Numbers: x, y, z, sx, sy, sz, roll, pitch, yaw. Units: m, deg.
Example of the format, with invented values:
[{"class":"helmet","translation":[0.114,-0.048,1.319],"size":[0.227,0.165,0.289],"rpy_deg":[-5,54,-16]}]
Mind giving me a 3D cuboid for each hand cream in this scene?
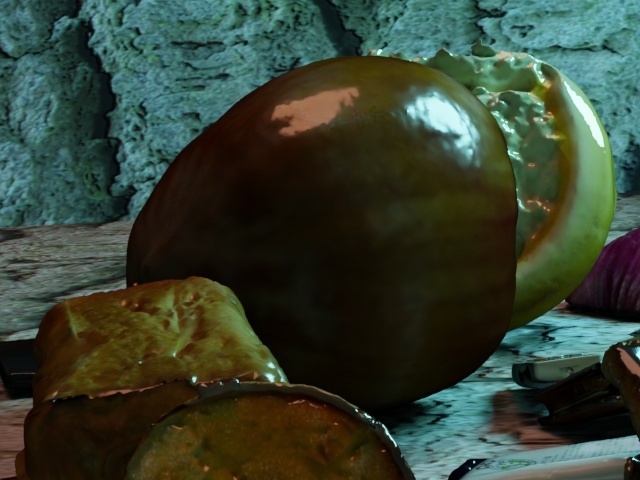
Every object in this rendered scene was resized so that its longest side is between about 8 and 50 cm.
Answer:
[{"class":"hand cream","translation":[0.249,0.156,1.163],"size":[0.336,0.076,0.121],"rpy_deg":[-8,0,20]}]

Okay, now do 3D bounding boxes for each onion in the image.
[{"class":"onion","translation":[0.421,0.023,1.953],"size":[0.250,0.111,0.247],"rpy_deg":[-10,10,-31]}]

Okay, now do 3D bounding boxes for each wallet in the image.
[{"class":"wallet","translation":[-0.289,0.132,1.782],"size":[0.124,0.025,0.244],"rpy_deg":[-6,6,-14]},{"class":"wallet","translation":[0.290,0.113,1.350],"size":[0.195,0.042,0.161],"rpy_deg":[-8,-11,-16]}]

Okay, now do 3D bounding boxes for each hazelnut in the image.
[{"class":"hazelnut","translation":[0.008,0.000,1.473],"size":[0.365,0.366,0.366],"rpy_deg":[-4,7,0]}]

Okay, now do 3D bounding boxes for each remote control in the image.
[{"class":"remote control","translation":[0.212,0.117,1.463],"size":[0.065,0.029,0.166],"rpy_deg":[-7,-5,-1]}]

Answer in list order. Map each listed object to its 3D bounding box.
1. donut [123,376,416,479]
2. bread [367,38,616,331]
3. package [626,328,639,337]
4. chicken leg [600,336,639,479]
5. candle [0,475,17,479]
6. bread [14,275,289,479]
[{"class":"donut","translation":[-0.031,0.153,0.976],"size":[0.181,0.146,0.078],"rpy_deg":[-6,-6,3]},{"class":"bread","translation":[0.113,-0.052,1.814],"size":[0.424,0.329,0.245],"rpy_deg":[-9,6,10]},{"class":"package","translation":[0.373,0.099,1.712],"size":[0.110,0.015,0.037],"rpy_deg":[4,10,43]},{"class":"chicken leg","translation":[0.241,0.138,1.061],"size":[0.125,0.080,0.196],"rpy_deg":[-25,38,-27]},{"class":"candle","translation":[-0.226,0.191,1.265],"size":[0.167,0.021,0.026],"rpy_deg":[-8,34,-36]},{"class":"bread","translation":[-0.120,0.131,1.174],"size":[0.195,0.149,0.344],"rpy_deg":[-10,11,-6]}]
